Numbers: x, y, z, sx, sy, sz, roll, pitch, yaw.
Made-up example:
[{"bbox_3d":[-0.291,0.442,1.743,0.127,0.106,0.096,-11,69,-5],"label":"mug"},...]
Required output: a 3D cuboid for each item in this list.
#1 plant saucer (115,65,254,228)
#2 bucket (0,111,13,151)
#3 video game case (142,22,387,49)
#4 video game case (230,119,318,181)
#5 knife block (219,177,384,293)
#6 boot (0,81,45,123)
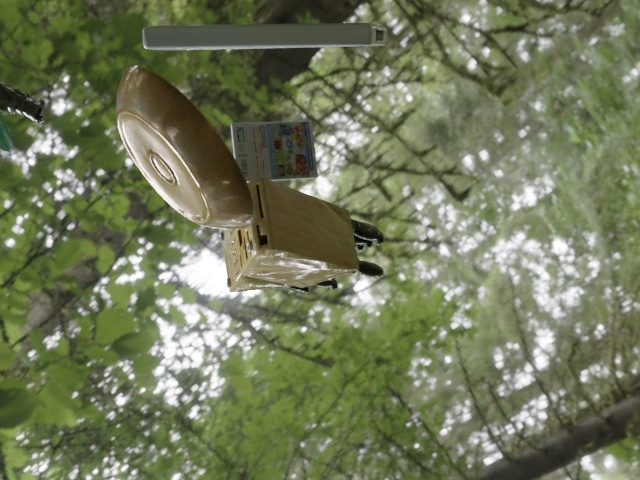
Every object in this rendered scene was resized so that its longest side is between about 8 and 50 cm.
[{"bbox_3d":[-0.062,-0.034,0.378,0.015,0.083,0.083,-41,-89,-22],"label":"plant saucer"},{"bbox_3d":[-0.451,-0.137,0.851,0.281,0.281,0.183,-62,-35,-51],"label":"bucket"},{"bbox_3d":[-0.071,-0.316,1.396,0.300,0.329,0.036,-55,-34,-75],"label":"video game case"},{"bbox_3d":[-0.067,-0.130,1.309,0.122,0.011,0.087,-4,-97,-18],"label":"video game case"},{"bbox_3d":[0.000,0.000,1.167,0.242,0.275,0.088,-6,-106,-17],"label":"knife block"},{"bbox_3d":[-0.639,-0.281,1.811,0.161,0.083,0.246,19,-167,-13],"label":"boot"}]
